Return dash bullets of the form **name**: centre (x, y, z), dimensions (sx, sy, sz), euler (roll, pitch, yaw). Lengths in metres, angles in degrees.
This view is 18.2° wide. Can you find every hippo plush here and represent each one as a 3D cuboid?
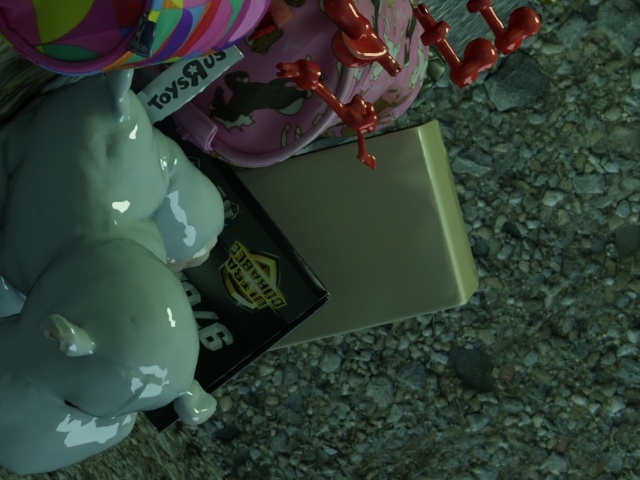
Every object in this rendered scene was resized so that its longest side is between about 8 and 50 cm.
- **hippo plush**: centre (-0.136, 0.032, 1.329), dimensions (0.294, 0.237, 0.234), euler (-36, 143, 24)

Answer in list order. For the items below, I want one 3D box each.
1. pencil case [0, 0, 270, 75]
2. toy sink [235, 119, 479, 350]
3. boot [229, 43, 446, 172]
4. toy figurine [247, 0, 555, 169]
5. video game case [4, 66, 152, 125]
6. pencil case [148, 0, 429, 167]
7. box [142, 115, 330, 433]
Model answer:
- **pencil case**: centre (-0.099, -0.145, 1.110), dimensions (0.104, 0.104, 0.236), euler (-39, 179, 15)
- **toy sink**: centre (0.000, 0.000, 1.692), dimensions (0.234, 0.153, 0.131), euler (-15, -176, 11)
- **boot**: centre (-0.021, -0.147, 2.291), dimensions (0.338, 0.118, 0.223), euler (-27, 180, -2)
- **toy figurine**: centre (0.139, -0.228, 1.351), dimensions (0.362, 0.191, 0.217), euler (-41, -165, -29)
- **video game case**: centre (-0.236, -0.056, 1.573), dimensions (0.206, 0.026, 0.227), euler (-39, 177, 22)
- **pencil case**: centre (-0.016, -0.149, 1.592), dimensions (0.160, 0.167, 0.386), euler (7, -174, 10)
- **box**: centre (-0.125, 0.012, 1.574), dimensions (0.175, 0.220, 0.051), euler (-37, -179, -1)
